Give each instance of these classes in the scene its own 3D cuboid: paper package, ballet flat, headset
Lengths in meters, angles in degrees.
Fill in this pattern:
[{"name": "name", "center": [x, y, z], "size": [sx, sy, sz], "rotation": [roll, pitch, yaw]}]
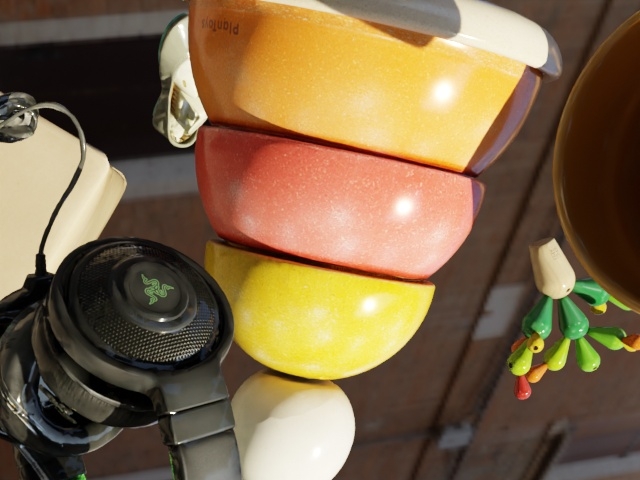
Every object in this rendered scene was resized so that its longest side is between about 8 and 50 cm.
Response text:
[{"name": "paper package", "center": [-0.446, -0.025, 1.634], "size": [0.324, 0.310, 0.168], "rotation": [-59, 178, -5]}, {"name": "ballet flat", "center": [-0.155, -0.185, 1.588], "size": [0.068, 0.072, 0.213], "rotation": [48, -28, 15]}, {"name": "headset", "center": [-0.190, 0.082, 0.959], "size": [0.243, 0.185, 0.394], "rotation": [-27, -103, 50]}]

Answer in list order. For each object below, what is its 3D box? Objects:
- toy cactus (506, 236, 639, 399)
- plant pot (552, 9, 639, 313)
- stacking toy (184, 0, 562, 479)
[{"name": "toy cactus", "center": [0.308, 0.086, 1.664], "size": [0.180, 0.219, 0.112], "rotation": [67, -15, -10]}, {"name": "plant pot", "center": [0.275, -0.033, 0.815], "size": [0.205, 0.188, 0.205], "rotation": [-10, -107, 35]}, {"name": "stacking toy", "center": [0.000, 0.000, 1.213], "size": [0.350, 0.351, 0.479], "rotation": [-154, -104, -73]}]
